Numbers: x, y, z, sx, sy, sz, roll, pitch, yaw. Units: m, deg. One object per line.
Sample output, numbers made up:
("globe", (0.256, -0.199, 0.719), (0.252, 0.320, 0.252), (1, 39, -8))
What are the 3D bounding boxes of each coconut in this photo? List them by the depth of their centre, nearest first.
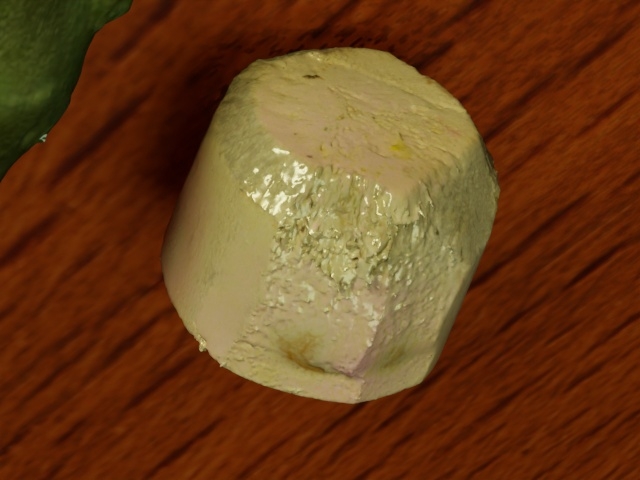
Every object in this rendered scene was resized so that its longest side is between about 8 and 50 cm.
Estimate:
("coconut", (0.000, 0.000, 0.705), (0.116, 0.116, 0.122), (-6, 136, -28))

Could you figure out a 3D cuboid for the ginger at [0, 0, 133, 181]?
("ginger", (-0.166, -0.025, 0.590), (0.290, 0.089, 0.137), (-40, 125, 23))
